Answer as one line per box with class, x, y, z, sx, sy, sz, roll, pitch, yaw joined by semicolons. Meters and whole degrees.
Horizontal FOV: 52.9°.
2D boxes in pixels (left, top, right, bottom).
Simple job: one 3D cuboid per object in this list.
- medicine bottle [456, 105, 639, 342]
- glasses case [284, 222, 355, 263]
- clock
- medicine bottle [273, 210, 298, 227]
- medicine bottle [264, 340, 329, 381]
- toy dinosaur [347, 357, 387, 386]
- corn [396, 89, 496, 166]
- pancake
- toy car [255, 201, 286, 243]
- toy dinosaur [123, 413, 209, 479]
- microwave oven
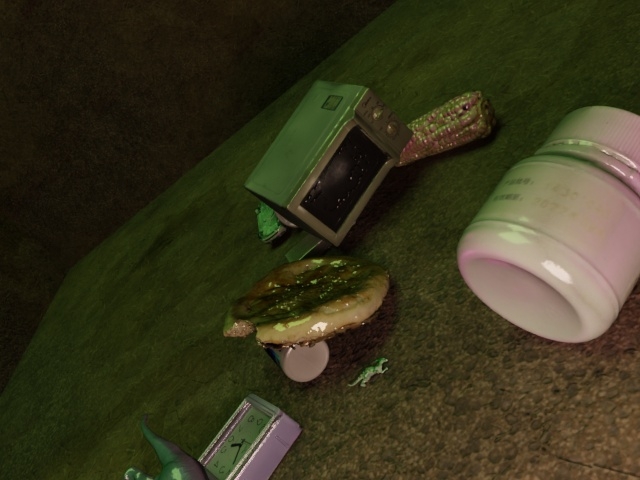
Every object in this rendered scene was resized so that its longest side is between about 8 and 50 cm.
medicine bottle;0.375;-0.028;0.964;0.302;0.241;0.241;-51;26;-18
glasses case;0.000;0.000;1.724;0.205;0.047;0.071;-42;34;2
clock;-0.144;0.407;1.252;0.193;0.073;0.145;-52;25;-19
medicine bottle;-0.074;-0.143;1.960;0.135;0.135;0.215;-35;26;18
medicine bottle;-0.063;0.221;1.388;0.107;0.107;0.191;-47;24;-7
toy dinosaur;0.091;0.247;1.220;0.083;0.021;0.062;-16;29;39
corn;0.290;-0.275;1.644;0.335;0.126;0.126;-19;34;45
pancake;-0.031;0.124;1.371;0.383;0.071;0.382;-14;17;4
toy car;-0.146;-0.065;2.016;0.090;0.076;0.224;-34;34;16
toy dinosaur;-0.194;0.445;1.111;0.331;0.129;0.383;-28;60;30
microwave oven;0.023;-0.200;1.654;0.354;0.218;0.286;-57;34;-4
